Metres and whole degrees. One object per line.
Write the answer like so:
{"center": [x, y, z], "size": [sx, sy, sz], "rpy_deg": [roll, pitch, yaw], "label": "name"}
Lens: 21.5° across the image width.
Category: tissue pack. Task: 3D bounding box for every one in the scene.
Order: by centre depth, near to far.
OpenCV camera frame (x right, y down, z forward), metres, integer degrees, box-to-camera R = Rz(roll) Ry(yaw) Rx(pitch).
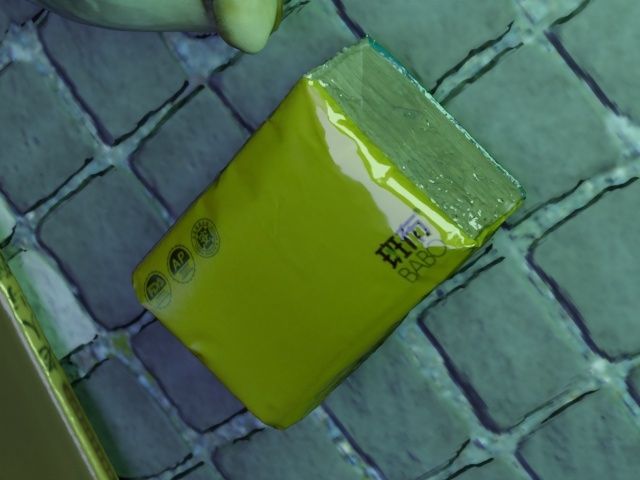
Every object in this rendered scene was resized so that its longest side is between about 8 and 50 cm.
{"center": [0.000, 0.000, 0.846], "size": [0.120, 0.082, 0.169], "rpy_deg": [46, 124, 1], "label": "tissue pack"}

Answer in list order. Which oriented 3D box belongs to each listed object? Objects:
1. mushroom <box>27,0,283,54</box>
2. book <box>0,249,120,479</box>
{"center": [-0.171, -0.187, 0.851], "size": [0.351, 0.097, 0.109], "rpy_deg": [29, 125, 10], "label": "mushroom"}
{"center": [-0.294, 0.038, 1.050], "size": [0.269, 0.032, 0.389], "rpy_deg": [-21, 100, 34], "label": "book"}
